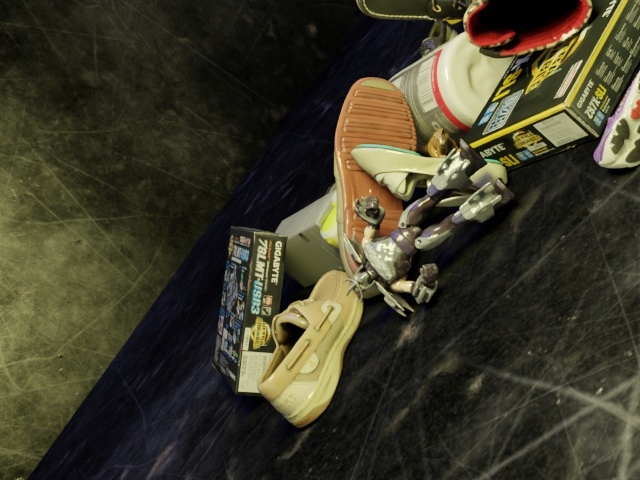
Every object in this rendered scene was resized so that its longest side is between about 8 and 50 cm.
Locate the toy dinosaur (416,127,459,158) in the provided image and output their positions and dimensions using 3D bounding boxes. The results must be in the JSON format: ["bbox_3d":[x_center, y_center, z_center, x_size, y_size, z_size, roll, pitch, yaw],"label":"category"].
[{"bbox_3d":[0.205,-0.157,1.473,0.064,0.112,0.211,-39,4,-10],"label":"toy dinosaur"}]

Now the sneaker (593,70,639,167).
[{"bbox_3d":[0.389,-0.163,1.053,0.170,0.068,0.071,-53,9,-8],"label":"sneaker"}]

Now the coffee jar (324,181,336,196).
[{"bbox_3d":[0.077,-0.097,1.788,0.184,0.079,0.096,-24,32,58],"label":"coffee jar"}]

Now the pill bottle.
[{"bbox_3d":[0.216,-0.251,1.560,0.176,0.176,0.318,-56,16,-21],"label":"pill bottle"}]

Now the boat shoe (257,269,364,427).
[{"bbox_3d":[-0.015,0.145,1.395,0.122,0.110,0.341,-41,17,31],"label":"boat shoe"}]

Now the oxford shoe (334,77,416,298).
[{"bbox_3d":[0.077,-0.093,1.452,0.146,0.141,0.396,116,161,-63],"label":"oxford shoe"}]

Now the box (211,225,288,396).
[{"bbox_3d":[-0.139,0.123,1.632,0.295,0.073,0.293,-171,89,-75],"label":"box"}]

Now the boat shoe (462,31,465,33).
[{"bbox_3d":[0.288,-0.380,1.818,0.258,0.109,0.089,-49,18,12],"label":"boat shoe"}]

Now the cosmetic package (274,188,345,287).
[{"bbox_3d":[0.000,0.000,1.685,0.238,0.127,0.107,-32,23,55],"label":"cosmetic package"}]

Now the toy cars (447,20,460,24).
[{"bbox_3d":[0.451,-0.657,2.075,0.393,0.087,0.176,-50,19,-13],"label":"toy cars"}]

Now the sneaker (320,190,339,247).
[{"bbox_3d":[0.091,-0.077,1.573,0.091,0.126,0.240,-6,53,60],"label":"sneaker"}]

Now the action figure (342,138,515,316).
[{"bbox_3d":[0.138,-0.014,1.245,0.285,0.185,0.099,-43,-14,13],"label":"action figure"}]

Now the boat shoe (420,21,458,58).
[{"bbox_3d":[0.281,-0.473,2.124,0.080,0.073,0.223,-35,20,45],"label":"boat shoe"}]

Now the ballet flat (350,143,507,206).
[{"bbox_3d":[0.160,-0.096,1.318,0.086,0.249,0.086,8,-90,-72],"label":"ballet flat"}]

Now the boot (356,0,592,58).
[{"bbox_3d":[0.240,-0.393,1.371,0.378,0.138,0.284,-3,32,6],"label":"boot"}]

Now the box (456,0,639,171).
[{"bbox_3d":[0.375,-0.259,1.313,0.322,0.079,0.257,-56,14,-22],"label":"box"}]
